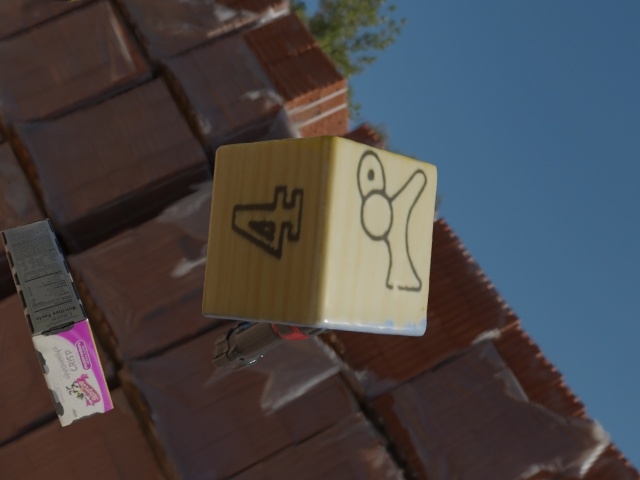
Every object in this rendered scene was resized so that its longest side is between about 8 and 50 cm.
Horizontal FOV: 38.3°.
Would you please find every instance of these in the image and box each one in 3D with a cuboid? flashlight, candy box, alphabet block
[{"bbox_3d":[-0.077,0.150,1.627,0.304,0.103,0.103,-32,-132,51],"label":"flashlight"},{"bbox_3d":[-0.344,0.101,1.198,0.233,0.071,0.159,-126,-155,-47],"label":"candy box"},{"bbox_3d":[0.000,0.000,1.040,0.193,0.192,0.197,0,-98,43],"label":"alphabet block"}]
